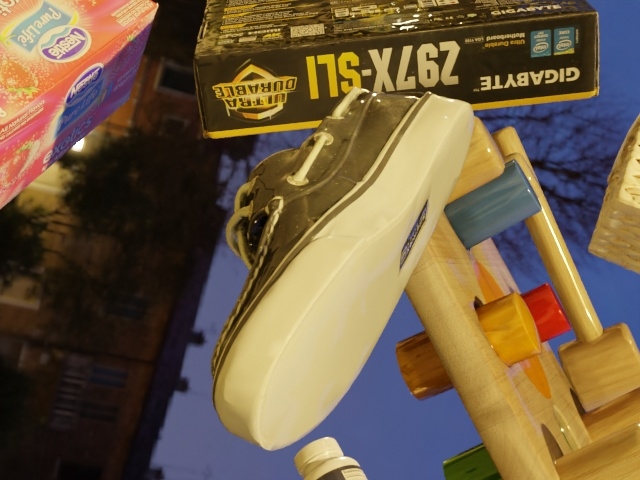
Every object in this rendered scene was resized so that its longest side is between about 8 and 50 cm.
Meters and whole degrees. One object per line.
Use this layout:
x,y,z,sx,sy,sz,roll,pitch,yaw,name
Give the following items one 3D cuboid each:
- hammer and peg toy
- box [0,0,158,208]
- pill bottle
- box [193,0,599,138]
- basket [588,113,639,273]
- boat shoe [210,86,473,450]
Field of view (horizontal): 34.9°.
0.119,0.054,0.676,0.127,0.361,0.265,-30,-100,15,hammer and peg toy
-0.274,-0.149,0.933,0.257,0.123,0.128,-55,175,-48,box
0.029,0.367,1.440,0.169,0.094,0.094,58,-45,34,pill bottle
0.057,-0.186,0.907,0.257,0.322,0.079,-95,178,-63,box
0.330,-0.022,0.884,0.113,0.167,0.103,93,23,-60,basket
0.000,0.000,0.428,0.219,0.070,0.077,-52,154,-50,boat shoe
